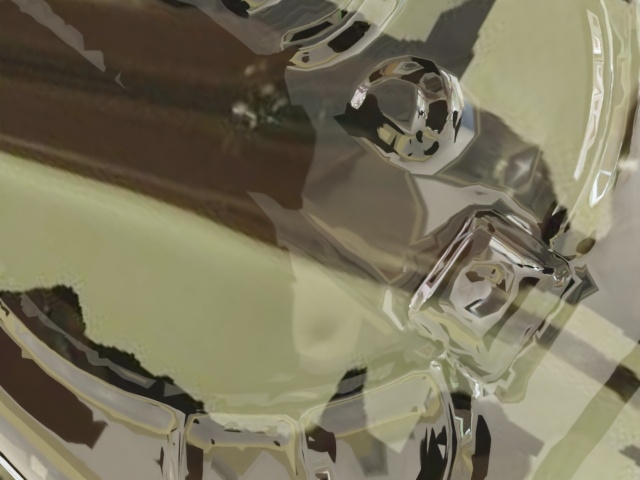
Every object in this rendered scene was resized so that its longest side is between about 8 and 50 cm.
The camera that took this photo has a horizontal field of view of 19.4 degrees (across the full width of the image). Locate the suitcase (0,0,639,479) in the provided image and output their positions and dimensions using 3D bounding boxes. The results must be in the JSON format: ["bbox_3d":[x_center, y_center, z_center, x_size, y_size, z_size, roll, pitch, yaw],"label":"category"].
[{"bbox_3d":[0.000,0.000,0.546,0.351,0.339,0.194,39,-171,34],"label":"suitcase"}]
